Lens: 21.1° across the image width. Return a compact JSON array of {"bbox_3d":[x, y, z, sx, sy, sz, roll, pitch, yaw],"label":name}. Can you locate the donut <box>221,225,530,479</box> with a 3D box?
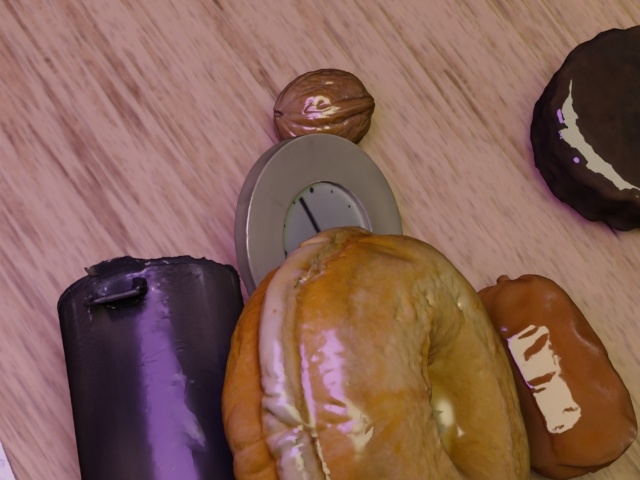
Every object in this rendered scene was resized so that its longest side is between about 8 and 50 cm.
[{"bbox_3d":[0.066,0.192,1.709,0.198,0.449,0.449,-21,73,25],"label":"donut"}]

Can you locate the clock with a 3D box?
[{"bbox_3d":[0.000,0.000,1.884,0.235,0.029,0.235,5,82,-42],"label":"clock"}]

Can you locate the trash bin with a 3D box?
[{"bbox_3d":[-0.152,0.190,1.758,0.203,0.252,0.301,-16,67,7],"label":"trash bin"}]

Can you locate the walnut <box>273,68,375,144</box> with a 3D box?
[{"bbox_3d":[0.005,-0.145,1.961,0.124,0.105,0.105,-11,74,-28],"label":"walnut"}]

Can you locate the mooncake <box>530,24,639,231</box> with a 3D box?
[{"bbox_3d":[0.358,-0.126,2.001,0.228,0.124,0.228,4,73,-14],"label":"mooncake"}]

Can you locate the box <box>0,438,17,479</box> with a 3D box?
[{"bbox_3d":[-0.366,0.248,1.809,0.083,0.024,0.053,-22,77,-14],"label":"box"}]

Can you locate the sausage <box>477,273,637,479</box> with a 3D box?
[{"bbox_3d":[0.248,0.147,1.894,0.136,0.120,0.241,-23,77,-31],"label":"sausage"}]
